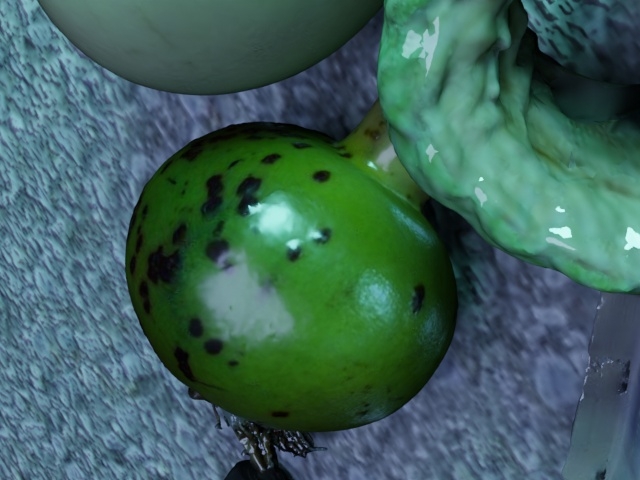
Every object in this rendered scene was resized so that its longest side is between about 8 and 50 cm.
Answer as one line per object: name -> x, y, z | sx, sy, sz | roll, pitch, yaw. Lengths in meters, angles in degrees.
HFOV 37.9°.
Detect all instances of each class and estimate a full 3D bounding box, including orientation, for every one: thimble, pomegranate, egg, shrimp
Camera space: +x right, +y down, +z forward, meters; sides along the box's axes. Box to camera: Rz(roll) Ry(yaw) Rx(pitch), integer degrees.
thimble -> 0.138, -0.091, 0.382 | 0.219, 0.150, 0.219 | 9, 126, 12
pomegranate -> 0.000, 0.000, 0.551 | 0.202, 0.202, 0.248 | 42, 97, 15
egg -> -0.046, -0.194, 0.465 | 0.219, 0.219, 0.269 | 46, 124, 12
shrimp -> -0.057, 0.091, 0.705 | 0.082, 0.076, 0.174 | -29, 85, 0

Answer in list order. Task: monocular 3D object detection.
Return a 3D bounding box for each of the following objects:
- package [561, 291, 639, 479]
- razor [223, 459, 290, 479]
package -> 0.254, 0.131, 0.486 | 0.250, 0.062, 0.204 | 16, 117, 23
razor -> -0.060, 0.249, 0.765 | 0.090, 0.054, 0.148 | 43, 127, 19
